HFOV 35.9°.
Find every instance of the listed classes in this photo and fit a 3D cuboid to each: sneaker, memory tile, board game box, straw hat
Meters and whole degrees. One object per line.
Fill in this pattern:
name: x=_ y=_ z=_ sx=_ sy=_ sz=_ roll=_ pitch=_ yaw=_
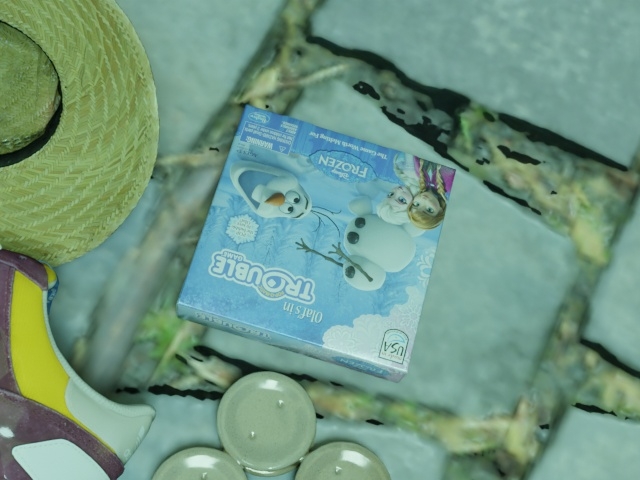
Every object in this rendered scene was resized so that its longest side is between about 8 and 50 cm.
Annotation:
sneaker: x=-0.140 y=0.022 z=0.340 sx=0.084 sy=0.069 sz=0.185 roll=-39 pitch=84 yaw=-28
memory tile: x=-0.028 y=0.129 z=0.336 sx=0.113 sy=0.012 sz=0.148 roll=41 pitch=68 yaw=9
board game box: x=0.000 y=0.000 z=0.388 sx=0.090 sy=0.020 sz=0.090 roll=16 pitch=68 yaw=-1
straw hat: x=-0.127 y=-0.060 z=0.368 sx=0.144 sy=0.144 sz=0.061 roll=10 pitch=27 yaw=-4
